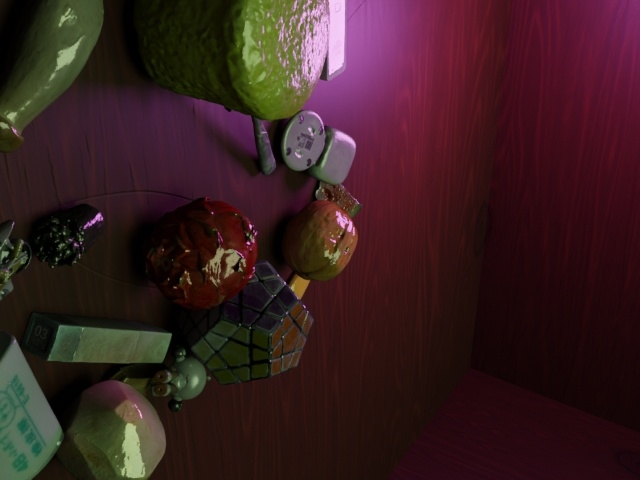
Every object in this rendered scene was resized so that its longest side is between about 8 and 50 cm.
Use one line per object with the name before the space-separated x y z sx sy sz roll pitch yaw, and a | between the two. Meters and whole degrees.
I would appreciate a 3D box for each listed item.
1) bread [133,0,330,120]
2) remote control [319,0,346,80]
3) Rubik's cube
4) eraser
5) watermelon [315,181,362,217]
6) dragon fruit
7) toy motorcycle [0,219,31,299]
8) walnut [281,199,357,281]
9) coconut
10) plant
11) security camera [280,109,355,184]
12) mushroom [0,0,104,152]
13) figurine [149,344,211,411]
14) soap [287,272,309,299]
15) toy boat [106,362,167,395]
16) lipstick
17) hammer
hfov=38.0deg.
bread | -0.161 -0.410 1.781 0.348 0.307 0.348 -31 127 -54
remote control | 0.031 -0.536 2.367 0.103 0.034 0.250 -42 141 -44
Rubik's cube | -0.178 0.191 2.185 0.264 0.319 0.319 -39 147 -5
eraser | -0.587 0.320 1.680 0.189 0.104 0.290 -45 143 -32
watermelon | 0.044 -0.108 2.596 0.098 0.121 0.158 -43 143 -15
dragon fruit | -0.254 0.029 1.985 0.252 0.241 0.241 -70 161 -47
toy motorcycle | -0.581 0.054 1.548 0.225 0.073 0.152 -53 146 -31
walnut | 0.000 0.000 2.491 0.222 0.195 0.195 -54 149 -21
coconut | -0.420 0.399 1.890 0.197 0.237 0.237 -29 132 -48
plant | -0.462 -0.009 1.714 0.143 0.094 0.092 -45 154 -49
security camera | -0.019 -0.244 2.425 0.301 0.080 0.157 21 90 -54
mushroom | -0.453 -0.301 1.509 0.350 0.128 0.128 -61 152 -11
figurine | -0.318 0.306 2.050 0.197 0.093 0.147 11 82 -65
soap | -0.055 0.115 2.632 0.168 0.033 0.089 -57 153 -25
toy boat | -0.405 0.314 2.071 0.072 0.064 0.206 -58 156 14
lipstick | -0.445 0.203 1.898 0.371 0.079 0.076 18 91 -64
hammer | -0.135 -0.268 2.118 0.152 0.044 0.427 -44 159 -12
